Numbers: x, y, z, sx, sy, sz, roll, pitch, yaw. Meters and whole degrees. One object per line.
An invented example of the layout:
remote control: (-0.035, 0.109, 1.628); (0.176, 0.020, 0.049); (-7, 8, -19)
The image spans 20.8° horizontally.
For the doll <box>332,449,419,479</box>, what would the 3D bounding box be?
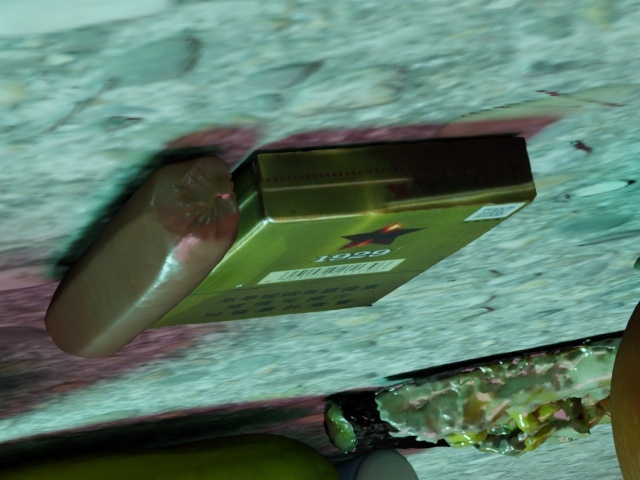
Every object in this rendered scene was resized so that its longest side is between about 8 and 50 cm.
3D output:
doll: (-0.007, 0.226, 1.367); (0.241, 0.099, 0.135); (-20, 172, 28)

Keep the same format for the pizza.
pizza: (0.120, 0.094, 1.012); (0.195, 0.052, 0.185); (-4, 162, -27)

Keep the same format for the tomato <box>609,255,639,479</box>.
tomato: (0.229, 0.062, 0.603); (0.255, 0.224, 0.256); (-20, 167, -5)

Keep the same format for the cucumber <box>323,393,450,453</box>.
cucumber: (0.048, 0.107, 1.047); (0.135, 0.033, 0.034); (2, 129, -49)

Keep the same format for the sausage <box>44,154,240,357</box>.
sausage: (-0.058, 0.010, 0.535); (0.030, 0.035, 0.147); (-31, 175, -25)

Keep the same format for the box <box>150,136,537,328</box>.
box: (0.000, 0.000, 0.564); (0.090, 0.023, 0.133); (-7, 166, -23)

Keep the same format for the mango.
mango: (-0.138, 0.180, 1.010); (0.316, 0.119, 0.176); (-16, 166, -9)
